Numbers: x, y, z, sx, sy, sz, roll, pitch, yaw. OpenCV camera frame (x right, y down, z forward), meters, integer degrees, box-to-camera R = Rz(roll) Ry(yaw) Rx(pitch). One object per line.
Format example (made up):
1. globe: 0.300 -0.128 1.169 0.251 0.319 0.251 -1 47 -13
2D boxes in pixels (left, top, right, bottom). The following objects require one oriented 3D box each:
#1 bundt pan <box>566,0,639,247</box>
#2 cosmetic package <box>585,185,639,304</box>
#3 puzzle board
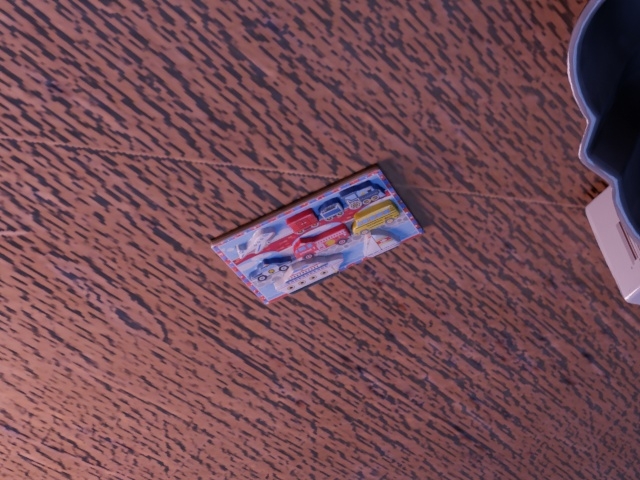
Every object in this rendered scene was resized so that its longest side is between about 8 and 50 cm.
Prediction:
1. bundt pan: 0.310 -0.114 0.953 0.331 0.124 0.331 7 121 11
2. cosmetic package: 0.415 -0.075 1.171 0.284 0.097 0.377 15 133 -36
3. puzzle board: 0.000 0.000 1.170 0.128 0.011 0.096 -24 145 11
